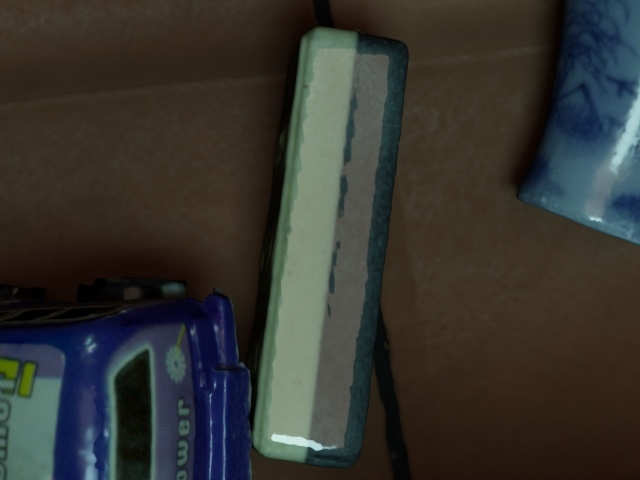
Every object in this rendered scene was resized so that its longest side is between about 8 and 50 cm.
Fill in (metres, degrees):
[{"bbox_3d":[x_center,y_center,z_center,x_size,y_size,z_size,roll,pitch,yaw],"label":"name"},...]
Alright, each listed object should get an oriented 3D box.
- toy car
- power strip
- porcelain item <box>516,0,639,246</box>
[{"bbox_3d":[-0.165,0.104,0.828,0.235,0.158,0.172,-2,86,23],"label":"toy car"},{"bbox_3d":[0.000,0.000,0.891,0.070,0.105,0.256,9,85,-7],"label":"power strip"},{"bbox_3d":[0.204,-0.129,0.907,0.141,0.141,0.259,19,93,-3],"label":"porcelain item"}]
